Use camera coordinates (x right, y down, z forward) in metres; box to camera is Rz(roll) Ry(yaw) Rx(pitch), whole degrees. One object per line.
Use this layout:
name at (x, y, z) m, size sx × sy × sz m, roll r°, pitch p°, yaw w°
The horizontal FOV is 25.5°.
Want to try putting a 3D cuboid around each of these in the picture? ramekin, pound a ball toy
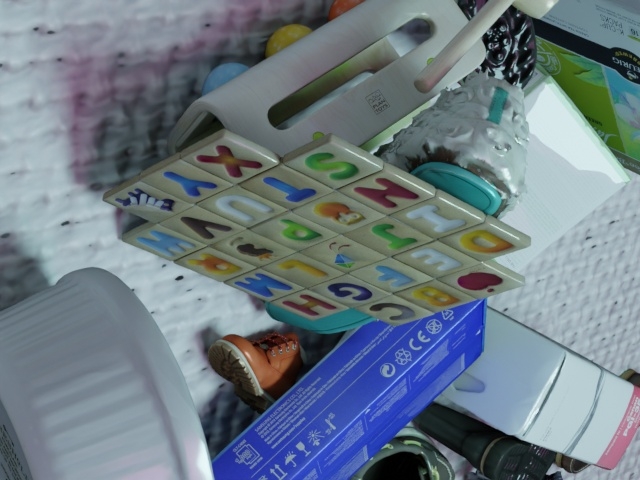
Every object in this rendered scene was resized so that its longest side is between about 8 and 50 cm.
ramekin at (-0.200, 0.165, 1.134) m, size 0.127 × 0.273 × 0.273 m, roll -19°, pitch 129°, yaw -27°
pound a ball toy at (0.033, -0.160, 1.251) m, size 0.319 × 0.136 × 0.208 m, roll -36°, pitch 178°, yaw -30°

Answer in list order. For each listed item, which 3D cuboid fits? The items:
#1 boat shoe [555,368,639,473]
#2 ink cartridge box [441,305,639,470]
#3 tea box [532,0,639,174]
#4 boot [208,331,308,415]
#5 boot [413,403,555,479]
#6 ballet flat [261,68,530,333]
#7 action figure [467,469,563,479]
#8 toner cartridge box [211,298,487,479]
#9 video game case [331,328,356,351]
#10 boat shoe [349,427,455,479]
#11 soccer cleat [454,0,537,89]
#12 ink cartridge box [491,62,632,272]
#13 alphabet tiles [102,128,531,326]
boat shoe at (0.444, 0.280, 2.151) m, size 0.207 × 0.073 × 0.073 m, roll -44°, pitch 143°, yaw -19°
ink cartridge box at (0.247, 0.168, 1.713) m, size 0.283 × 0.207 × 0.117 m, roll 27°, pitch 91°, yaw -55°
tea box at (0.394, -0.287, 1.563) m, size 0.329 × 0.220 × 0.323 m, roll -49°, pitch 142°, yaw -14°
boot at (-0.060, 0.118, 1.440) m, size 0.085 × 0.059 × 0.158 m, roll -54°, pitch 153°, yaw -13°
boot at (0.212, 0.256, 1.805) m, size 0.077 × 0.137 × 0.198 m, roll -60°, pitch 149°, yaw -4°
ballet flat at (0.074, -0.030, 1.308) m, size 0.147 × 0.147 × 0.409 m, roll -32°, pitch 176°, yaw -34°
action figure at (0.282, 0.299, 1.948) m, size 0.285 × 0.099 × 0.185 m, roll -62°, pitch 154°, yaw 10°
toner cartridge box at (0.029, 0.179, 1.493) m, size 0.348 × 0.075 × 0.165 m, roll -41°, pitch 159°, yaw -15°
video game case at (0.078, 0.087, 1.574) m, size 0.143 × 0.019 × 0.157 m, roll -54°, pitch 159°, yaw -1°
boat shoe at (0.084, 0.283, 1.696) m, size 0.305 × 0.091 × 0.109 m, roll 23°, pitch 96°, yaw -54°
soccer cleat at (0.143, -0.298, 1.373) m, size 0.108 × 0.116 × 0.318 m, roll -12°, pitch 110°, yaw -13°
ink cartridge box at (0.208, -0.058, 1.585) m, size 0.235 × 0.056 × 0.171 m, roll -40°, pitch 116°, yaw 8°
alphabet tiles at (0.000, 0.000, 1.217) m, size 0.342 × 0.285 × 0.011 m, roll 25°, pitch 59°, yaw -34°
